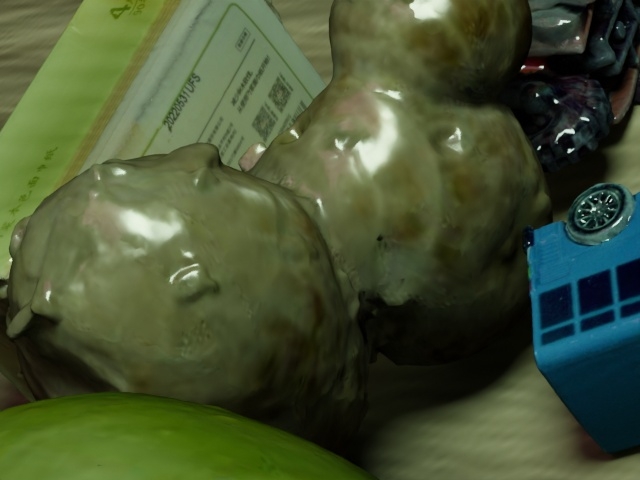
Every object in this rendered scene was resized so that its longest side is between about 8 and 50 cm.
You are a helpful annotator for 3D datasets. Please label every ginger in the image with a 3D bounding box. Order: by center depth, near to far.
[{"bbox_3d":[0.000,0.000,0.955,0.304,0.244,0.155,-44,43,-20],"label":"ginger"}]

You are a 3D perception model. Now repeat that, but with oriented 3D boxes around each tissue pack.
[{"bbox_3d":[-0.094,-0.020,1.107,0.125,0.159,0.234,0,51,39],"label":"tissue pack"}]

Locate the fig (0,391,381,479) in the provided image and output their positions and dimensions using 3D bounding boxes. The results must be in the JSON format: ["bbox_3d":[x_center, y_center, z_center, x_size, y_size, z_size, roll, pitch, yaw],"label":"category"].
[{"bbox_3d":[-0.049,0.203,0.752,0.316,0.316,0.316,-22,40,20],"label":"fig"}]

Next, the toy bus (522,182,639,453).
[{"bbox_3d":[0.191,0.019,0.891,0.185,0.090,0.106,-21,40,24],"label":"toy bus"}]

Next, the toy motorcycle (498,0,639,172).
[{"bbox_3d":[0.120,-0.108,1.090,0.118,0.084,0.212,-10,38,34],"label":"toy motorcycle"}]

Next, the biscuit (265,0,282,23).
[{"bbox_3d":[-0.089,-0.107,1.311,0.152,0.020,0.152,-22,40,20],"label":"biscuit"}]
